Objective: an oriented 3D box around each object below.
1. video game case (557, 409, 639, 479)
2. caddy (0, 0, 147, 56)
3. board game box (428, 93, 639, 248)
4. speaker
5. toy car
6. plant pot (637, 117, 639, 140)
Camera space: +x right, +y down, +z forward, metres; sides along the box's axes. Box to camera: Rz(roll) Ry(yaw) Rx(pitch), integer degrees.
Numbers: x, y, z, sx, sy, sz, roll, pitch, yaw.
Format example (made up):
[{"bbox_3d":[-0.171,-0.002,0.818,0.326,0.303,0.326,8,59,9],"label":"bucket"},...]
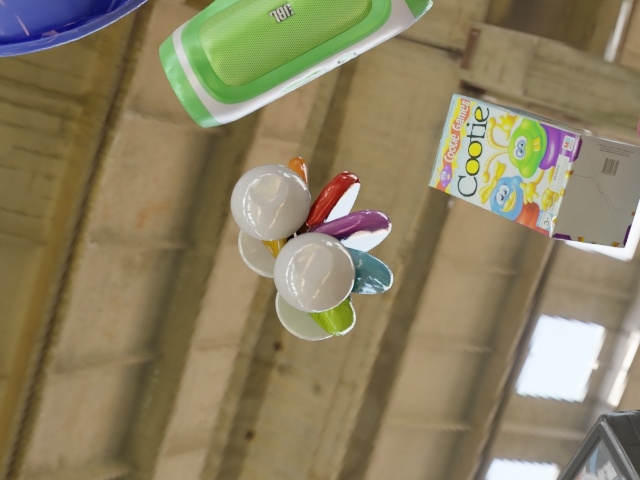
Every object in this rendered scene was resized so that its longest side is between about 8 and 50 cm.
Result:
[{"bbox_3d":[0.165,0.275,0.699,0.035,0.248,0.275,-3,-44,-22],"label":"video game case"},{"bbox_3d":[-0.241,-0.254,0.847,0.241,0.341,0.179,-55,-25,-24],"label":"caddy"},{"bbox_3d":[0.300,-0.099,1.775,0.144,0.275,0.142,8,-78,-33],"label":"board game box"},{"bbox_3d":[-0.029,-0.243,1.439,0.296,0.131,0.131,-27,-42,11],"label":"speaker"},{"bbox_3d":[0.000,0.000,1.233,0.136,0.182,0.159,-29,-18,-11],"label":"toy car"},{"bbox_3d":[0.504,-0.175,1.522,0.201,0.201,0.180,-19,-43,-42],"label":"plant pot"}]
